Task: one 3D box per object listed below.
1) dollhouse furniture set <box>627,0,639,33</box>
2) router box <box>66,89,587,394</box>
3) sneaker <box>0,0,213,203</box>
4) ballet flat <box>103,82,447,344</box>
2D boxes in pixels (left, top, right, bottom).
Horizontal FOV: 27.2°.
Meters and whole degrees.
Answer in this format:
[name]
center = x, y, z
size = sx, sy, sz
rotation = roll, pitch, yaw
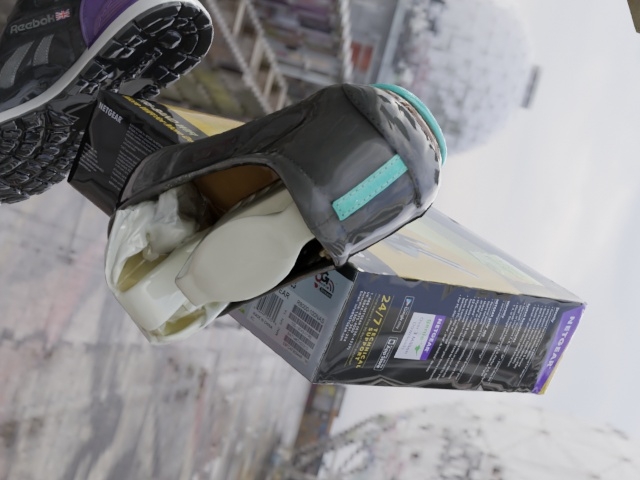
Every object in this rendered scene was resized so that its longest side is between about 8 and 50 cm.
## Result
[dollhouse furniture set]
center = 0.328, -0.098, 0.876
size = 0.135, 0.262, 0.259
rotation = -15, -87, 56
[router box]
center = 0.000, 0.000, 0.954
size = 0.243, 0.309, 0.081
rotation = 9, 109, -45
[sneaker]
center = -0.221, -0.137, 1.069
size = 0.107, 0.283, 0.124
rotation = 39, 21, -59
[ballet flat]
center = -0.053, -0.005, 0.654
size = 0.096, 0.095, 0.280
rotation = -46, -168, -33
